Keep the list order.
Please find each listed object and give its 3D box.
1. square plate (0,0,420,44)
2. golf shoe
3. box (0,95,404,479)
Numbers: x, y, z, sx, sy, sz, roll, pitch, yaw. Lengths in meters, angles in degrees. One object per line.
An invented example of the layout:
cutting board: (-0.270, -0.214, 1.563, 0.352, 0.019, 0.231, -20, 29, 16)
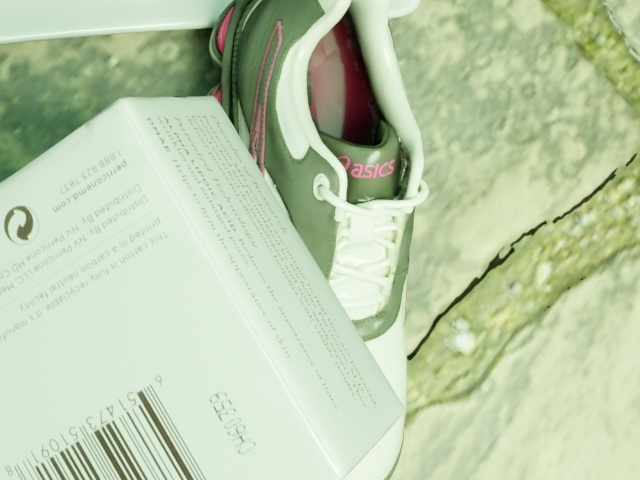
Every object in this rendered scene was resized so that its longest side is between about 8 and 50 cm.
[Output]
square plate: (-0.122, -0.275, 0.751, 0.347, 0.049, 0.344, -7, 100, -18)
golf shoe: (0.000, 0.000, 0.726, 0.105, 0.120, 0.272, -7, 89, -23)
box: (-0.091, 0.056, 0.654, 0.181, 0.119, 0.182, -32, 87, 16)
